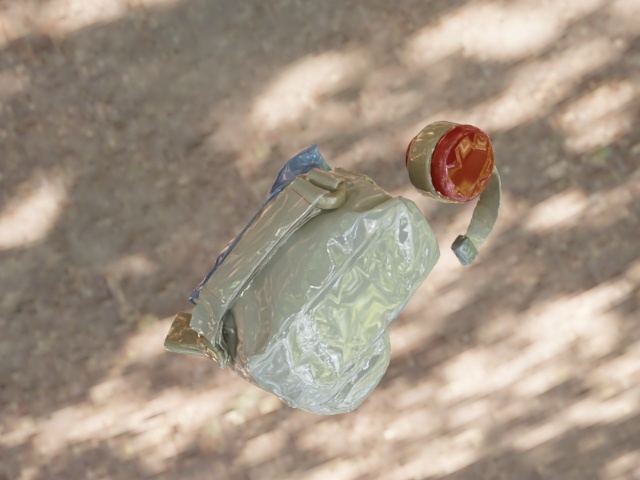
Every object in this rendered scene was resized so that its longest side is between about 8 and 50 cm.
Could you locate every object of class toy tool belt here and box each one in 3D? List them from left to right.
[{"bbox_3d":[0.000,0.000,0.435,0.083,0.051,0.052,-51,130,-17],"label":"toy tool belt"}]
